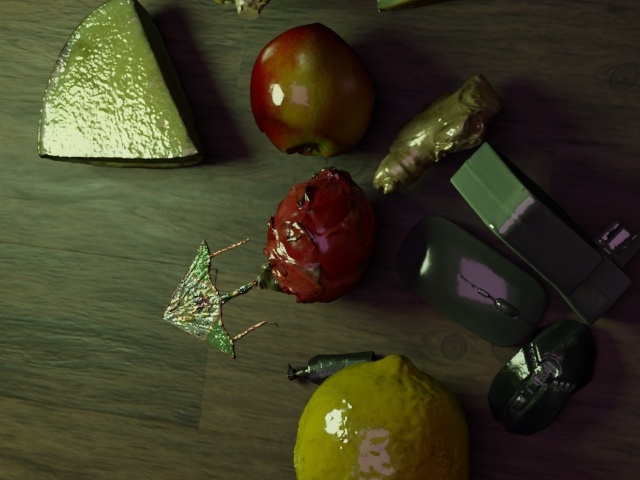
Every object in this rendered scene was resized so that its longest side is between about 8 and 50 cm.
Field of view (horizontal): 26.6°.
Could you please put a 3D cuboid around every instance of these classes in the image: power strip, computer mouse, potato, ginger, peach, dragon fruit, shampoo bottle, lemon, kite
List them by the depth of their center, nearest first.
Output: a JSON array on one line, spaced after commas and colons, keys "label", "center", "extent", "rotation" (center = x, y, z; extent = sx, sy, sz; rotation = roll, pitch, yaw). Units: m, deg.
[{"label": "power strip", "center": [0.327, -0.018, 1.858], "extent": [0.261, 0.229, 0.141], "rotation": [40, 100, -21]}, {"label": "lemon", "center": [0.088, 0.312, 1.903], "extent": [0.253, 0.253, 0.310], "rotation": [5, 94, 17]}, {"label": "computer mouse", "center": [0.318, 0.194, 1.932], "extent": [0.106, 0.062, 0.192], "rotation": [42, 99, 14]}, {"label": "ginger", "center": [0.164, -0.153, 1.962], "extent": [0.074, 0.137, 0.213], "rotation": [41, 121, -18]}, {"label": "computer mouse", "center": [0.216, 0.059, 1.968], "extent": [0.232, 0.057, 0.120], "rotation": [36, 99, 15]}, {"label": "dragon fruit", "center": [0.000, 0.000, 1.975], "extent": [0.172, 0.172, 0.209], "rotation": [30, 99, 15]}, {"label": "peach", "center": [-0.017, -0.222, 1.982], "extent": [0.197, 0.197, 0.197], "rotation": [0, 89, 17]}, {"label": "shampoo bottle", "center": [0.017, 0.193, 2.039], "extent": [0.137, 0.027, 0.048], "rotation": [-10, 73, 16]}, {"label": "kite", "center": [-0.139, 0.086, 2.100], "extent": [0.244, 0.006, 0.198], "rotation": [-21, 83, 15]}, {"label": "potato", "center": [-0.290, -0.245, 2.101], "extent": [0.269, 0.112, 0.255], "rotation": [2, 86, 14]}]

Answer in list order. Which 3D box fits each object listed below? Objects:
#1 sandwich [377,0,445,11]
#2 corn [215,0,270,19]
[{"label": "sandwich", "center": [0.173, -0.390, 2.012], "extent": [0.163, 0.113, 0.079], "rotation": [-11, 86, 51]}, {"label": "corn", "center": [-0.119, -0.492, 1.977], "extent": [0.130, 0.130, 0.347], "rotation": [-9, 78, 16]}]
